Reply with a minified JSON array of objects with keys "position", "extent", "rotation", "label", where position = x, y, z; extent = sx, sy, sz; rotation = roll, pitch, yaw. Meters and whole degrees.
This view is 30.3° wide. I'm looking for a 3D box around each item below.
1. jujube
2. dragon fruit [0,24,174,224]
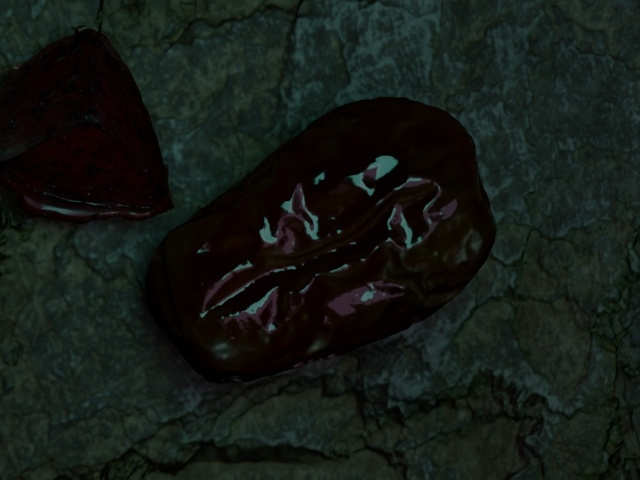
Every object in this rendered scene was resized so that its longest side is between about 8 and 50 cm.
[{"position":[0.000,0.000,1.111],"extent":[0.342,0.216,0.216],"rotation":[-30,107,-7],"label":"jujube"},{"position":[-0.213,-0.090,1.063],"extent":[0.161,0.121,0.127],"rotation":[50,30,-46],"label":"dragon fruit"}]
